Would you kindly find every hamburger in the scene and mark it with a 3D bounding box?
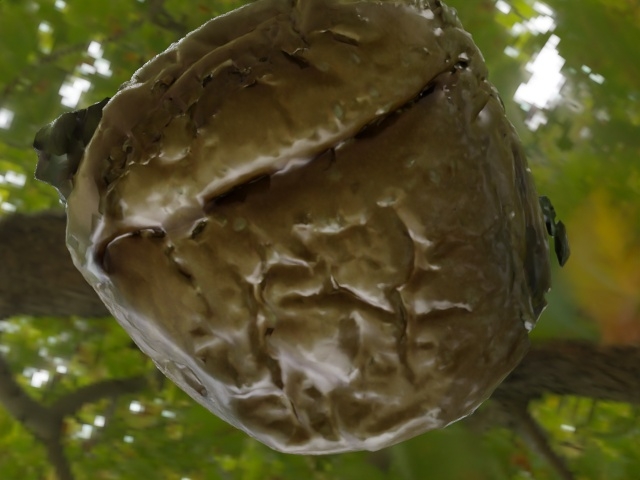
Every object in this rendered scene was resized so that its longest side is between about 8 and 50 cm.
[{"bbox_3d":[0.000,0.000,0.691,0.183,0.206,0.130,-24,-140,14],"label":"hamburger"}]
